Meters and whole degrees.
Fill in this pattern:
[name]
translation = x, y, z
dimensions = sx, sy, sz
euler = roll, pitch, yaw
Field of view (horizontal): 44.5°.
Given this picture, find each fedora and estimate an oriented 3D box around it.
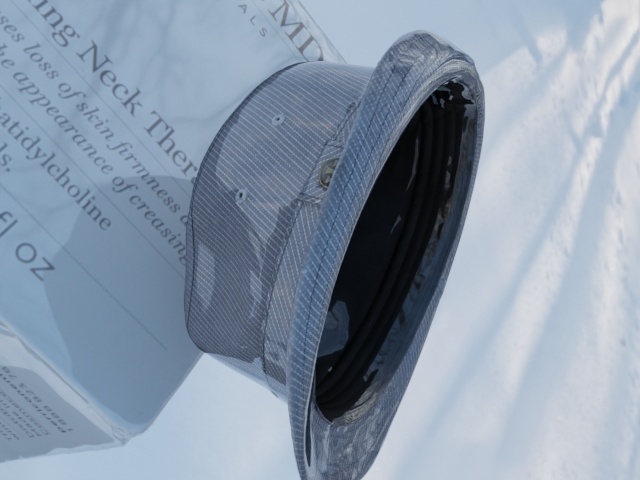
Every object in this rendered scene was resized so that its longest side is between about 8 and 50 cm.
[fedora]
translation = 0.000, 0.000, 0.476
dimensions = 0.244, 0.124, 0.275
euler = 26, 83, -67

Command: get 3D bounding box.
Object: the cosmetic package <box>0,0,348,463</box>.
[cosmetic package]
translation = -0.228, -0.074, 0.657
dimensions = 0.329, 0.327, 0.393
euler = 50, 48, -18
